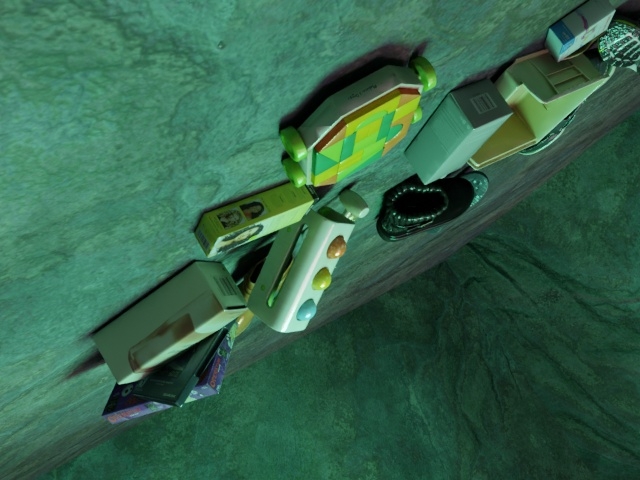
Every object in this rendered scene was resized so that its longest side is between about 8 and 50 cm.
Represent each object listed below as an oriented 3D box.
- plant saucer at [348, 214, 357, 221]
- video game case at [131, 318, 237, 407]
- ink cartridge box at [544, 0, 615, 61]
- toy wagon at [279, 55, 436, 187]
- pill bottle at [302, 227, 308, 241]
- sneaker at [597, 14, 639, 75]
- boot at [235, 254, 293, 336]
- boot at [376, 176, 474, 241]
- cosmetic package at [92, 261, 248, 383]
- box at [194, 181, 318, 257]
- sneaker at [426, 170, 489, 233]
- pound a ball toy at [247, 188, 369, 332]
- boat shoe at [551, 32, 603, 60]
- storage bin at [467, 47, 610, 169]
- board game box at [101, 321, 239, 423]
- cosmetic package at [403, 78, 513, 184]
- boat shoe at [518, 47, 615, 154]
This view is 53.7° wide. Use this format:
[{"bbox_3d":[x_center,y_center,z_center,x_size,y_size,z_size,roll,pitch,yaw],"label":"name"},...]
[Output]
[{"bbox_3d":[0.074,-0.061,1.704,0.083,0.015,0.083,-31,168,-7],"label":"plant saucer"},{"bbox_3d":[-0.310,0.258,1.485,0.196,0.026,0.274,-6,-136,46],"label":"video game case"},{"bbox_3d":[0.531,-0.436,1.298,0.122,0.052,0.088,-35,167,7],"label":"ink cartridge box"},{"bbox_3d":[0.062,-0.180,1.104,0.267,0.068,0.344,-30,167,-10],"label":"toy wagon"},{"bbox_3d":[0.000,0.000,1.639,0.067,0.067,0.120,-34,167,9],"label":"pill bottle"},{"bbox_3d":[0.751,-0.487,1.525,0.300,0.121,0.111,7,154,-41],"label":"sneaker"},{"bbox_3d":[-0.174,0.137,1.581,0.283,0.109,0.220,-38,176,-18],"label":"boot"},{"bbox_3d":[0.329,-0.117,1.842,0.348,0.131,0.260,-29,167,-13],"label":"boot"},{"bbox_3d":[-0.326,0.180,1.395,0.296,0.129,0.153,-35,169,12],"label":"cosmetic package"},{"bbox_3d":[-0.119,-0.046,1.203,0.232,0.058,0.087,-25,165,-32],"label":"box"},{"bbox_3d":[0.459,-0.150,2.144,0.131,0.112,0.319,-44,-179,-44],"label":"sneaker"},{"bbox_3d":[-0.002,0.043,1.422,0.208,0.136,0.319,4,115,-57],"label":"pound a ball toy"},{"bbox_3d":[0.561,-0.429,1.381,0.152,0.056,0.049,-33,167,-13],"label":"boat shoe"},{"bbox_3d":[0.470,-0.311,1.466,0.260,0.123,0.262,-25,166,-31],"label":"storage bin"},{"bbox_3d":[-0.366,0.315,1.542,0.347,0.208,0.056,-22,129,26],"label":"board game box"},{"bbox_3d":[0.297,-0.234,1.396,0.127,0.107,0.238,-26,169,-29],"label":"cosmetic package"},{"bbox_3d":[0.601,-0.349,1.629,0.113,0.127,0.340,-18,159,-45],"label":"boat shoe"}]
